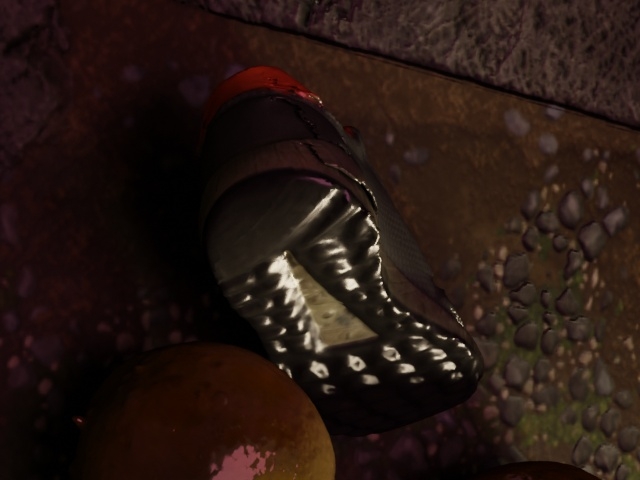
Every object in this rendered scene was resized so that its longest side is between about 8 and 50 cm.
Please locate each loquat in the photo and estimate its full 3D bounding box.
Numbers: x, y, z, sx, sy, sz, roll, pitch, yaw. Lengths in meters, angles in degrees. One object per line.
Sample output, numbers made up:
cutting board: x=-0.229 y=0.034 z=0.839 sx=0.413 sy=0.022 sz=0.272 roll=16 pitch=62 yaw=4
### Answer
loquat: x=-0.066 y=0.150 z=1.238 sx=0.204 sy=0.149 sz=0.172 roll=10 pitch=81 yaw=-10

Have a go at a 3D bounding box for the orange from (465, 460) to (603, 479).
orange: x=0.163 y=0.275 z=1.415 sx=0.240 sy=0.171 sz=0.240 roll=2 pitch=86 yaw=-39

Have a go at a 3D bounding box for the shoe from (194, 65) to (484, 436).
shoe: x=0.000 y=0.000 z=1.319 sx=0.336 sy=0.132 sz=0.171 roll=56 pitch=14 yaw=-52
